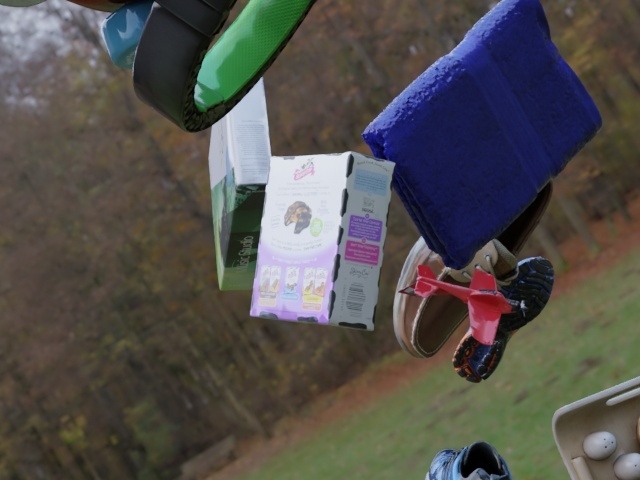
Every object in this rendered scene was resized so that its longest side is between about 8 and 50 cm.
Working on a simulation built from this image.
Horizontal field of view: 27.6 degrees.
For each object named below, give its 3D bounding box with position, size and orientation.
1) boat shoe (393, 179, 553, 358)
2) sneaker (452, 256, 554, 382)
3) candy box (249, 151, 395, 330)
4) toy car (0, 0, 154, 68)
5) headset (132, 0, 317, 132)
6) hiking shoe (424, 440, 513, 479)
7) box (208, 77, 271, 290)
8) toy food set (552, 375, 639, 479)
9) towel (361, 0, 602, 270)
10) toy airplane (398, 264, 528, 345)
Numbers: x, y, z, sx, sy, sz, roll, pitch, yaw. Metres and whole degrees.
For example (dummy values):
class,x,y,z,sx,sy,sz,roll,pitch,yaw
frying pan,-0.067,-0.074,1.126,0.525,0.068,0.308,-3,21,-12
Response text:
class,x,y,z,sx,sy,sz,roll,pitch,yaw
boat shoe,0.213,0.021,1.804,0.116,0.123,0.324,20,77,47
sneaker,0.272,0.109,1.955,0.221,0.083,0.087,-54,1,22
candy box,0.000,0.000,1.513,0.070,0.196,0.165,10,-5,-35
toy car,-0.239,-0.281,1.171,0.238,0.219,0.210,-14,-12,-39
headset,-0.035,-0.267,0.950,0.394,0.185,0.243,-57,-6,25
hiking shoe,0.218,0.333,1.785,0.304,0.113,0.132,-112,36,-79
box,-0.115,-0.099,1.820,0.058,0.232,0.322,-3,-27,-8
toy food set,0.446,0.312,1.597,0.220,0.306,0.092,-20,-13,-12
towel,0.202,-0.139,1.615,0.308,0.227,0.076,-44,23,-24
toy airplane,0.166,0.062,1.499,0.151,0.151,0.028,-27,-43,-45
